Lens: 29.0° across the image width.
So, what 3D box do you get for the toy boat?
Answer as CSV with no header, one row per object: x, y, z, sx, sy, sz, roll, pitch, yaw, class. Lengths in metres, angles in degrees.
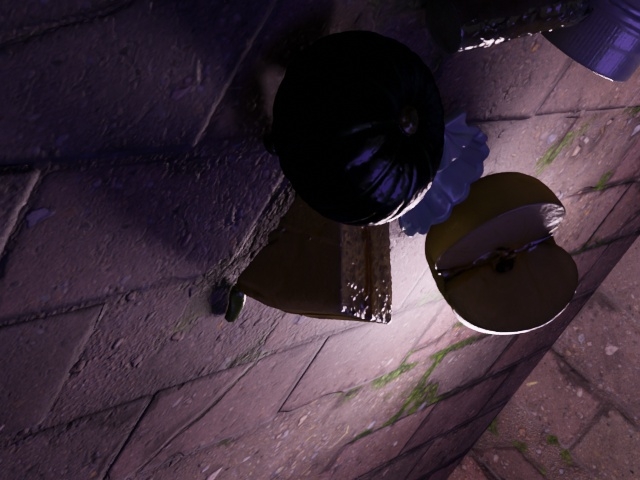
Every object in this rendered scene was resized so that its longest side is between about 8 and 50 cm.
0.177,-0.123,1.997,0.199,0.100,0.290,-41,159,-15,toy boat

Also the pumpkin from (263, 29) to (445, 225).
0.028,-0.140,1.577,0.248,0.248,0.248,-38,157,-19,pumpkin

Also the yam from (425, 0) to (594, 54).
0.272,-0.329,1.750,0.259,0.093,0.093,-17,147,-26,yam

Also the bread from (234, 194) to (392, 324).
0.000,0.000,1.910,0.263,0.198,0.236,23,72,-68,bread

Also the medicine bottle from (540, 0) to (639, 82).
0.493,-0.442,1.866,0.211,0.211,0.371,-11,139,-56,medicine bottle

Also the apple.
0.327,0.015,2.317,0.258,0.233,0.295,-22,115,-5,apple

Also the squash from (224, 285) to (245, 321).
-0.132,0.099,1.921,0.027,0.027,0.089,-33,157,-31,squash
